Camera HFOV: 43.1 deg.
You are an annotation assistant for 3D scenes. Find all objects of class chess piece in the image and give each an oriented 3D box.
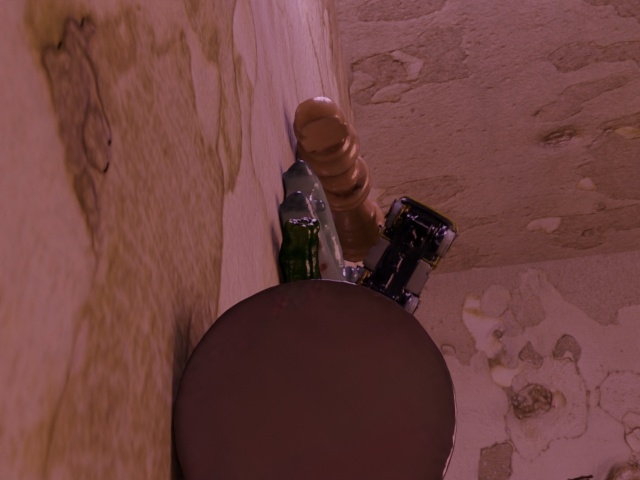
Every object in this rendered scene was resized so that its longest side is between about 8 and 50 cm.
[{"bbox_3d":[0.030,-0.096,1.307,0.397,0.117,0.117,66,18,-62],"label":"chess piece"}]

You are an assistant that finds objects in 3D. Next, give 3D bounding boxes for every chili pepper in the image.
[{"bbox_3d":[-0.021,0.065,0.929,0.073,0.050,0.182,87,0,-79],"label":"chili pepper"}]

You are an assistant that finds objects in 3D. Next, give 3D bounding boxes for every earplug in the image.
[{"bbox_3d":[0.003,0.166,0.620,0.301,0.172,0.172,84,2,-64],"label":"earplug"}]

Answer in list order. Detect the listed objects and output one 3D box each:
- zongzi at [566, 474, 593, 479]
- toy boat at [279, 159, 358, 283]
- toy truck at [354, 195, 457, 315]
[{"bbox_3d":[0.279,0.445,0.957,0.248,0.111,0.241,-106,-151,-47],"label":"zongzi"},{"bbox_3d":[0.000,0.000,1.066,0.134,0.078,0.208,-92,171,-56],"label":"toy boat"},{"bbox_3d":[0.113,0.074,1.343,0.272,0.124,0.157,-58,175,-20],"label":"toy truck"}]
